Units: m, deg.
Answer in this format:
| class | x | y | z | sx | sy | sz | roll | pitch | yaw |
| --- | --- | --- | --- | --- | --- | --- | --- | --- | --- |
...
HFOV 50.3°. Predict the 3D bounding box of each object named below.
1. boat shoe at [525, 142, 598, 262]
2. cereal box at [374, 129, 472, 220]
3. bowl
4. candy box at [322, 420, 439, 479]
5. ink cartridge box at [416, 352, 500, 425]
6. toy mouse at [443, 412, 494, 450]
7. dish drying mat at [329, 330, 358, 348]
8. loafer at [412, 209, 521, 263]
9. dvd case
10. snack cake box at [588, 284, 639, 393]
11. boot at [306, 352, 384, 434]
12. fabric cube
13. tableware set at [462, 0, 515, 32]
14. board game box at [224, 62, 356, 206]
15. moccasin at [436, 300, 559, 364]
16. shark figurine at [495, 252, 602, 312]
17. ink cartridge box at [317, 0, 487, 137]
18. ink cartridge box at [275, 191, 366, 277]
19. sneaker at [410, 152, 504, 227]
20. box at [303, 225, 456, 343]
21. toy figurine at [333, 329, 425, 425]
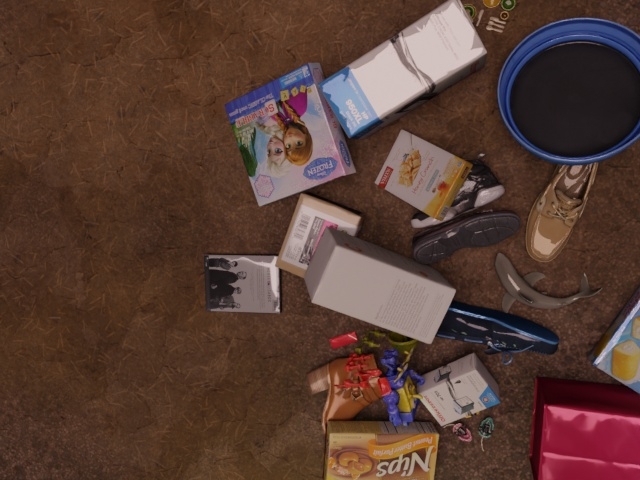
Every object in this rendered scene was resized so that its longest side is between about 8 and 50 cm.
| class | x | y | z | sx | sy | sz | roll | pitch | yaw |
| --- | --- | --- | --- | --- | --- | --- | --- | --- | --- |
| boat shoe | 0.639 | -0.101 | 1.813 | 0.122 | 0.110 | 0.340 | 19 | 100 | 9 |
| cereal box | 0.275 | -0.181 | 1.856 | 0.240 | 0.047 | 0.173 | 35 | 104 | 39 |
| bowl | 0.654 | -0.376 | 1.740 | 0.392 | 0.077 | 0.390 | -4 | 76 | 16 |
| candy box | 0.171 | 0.619 | 1.956 | 0.317 | 0.087 | 0.182 | 3 | 102 | -8 |
| ink cartridge box | 0.385 | 0.419 | 1.910 | 0.191 | 0.082 | 0.139 | -31 | 110 | 22 |
| toy mouse | 0.443 | 0.539 | 1.969 | 0.161 | 0.031 | 0.143 | -27 | 90 | 14 |
| dish drying mat | 0.069 | 0.298 | 2.034 | 0.083 | 0.008 | 0.032 | -19 | 93 | 13 |
| loafer | 0.395 | -0.030 | 1.885 | 0.303 | 0.095 | 0.109 | -20 | 127 | 11 |
| dvd case | -0.236 | 0.130 | 2.070 | 0.239 | 0.029 | 0.179 | 1 | 96 | 12 |
| snack cake box | 0.861 | 0.256 | 1.818 | 0.152 | 0.089 | 0.264 | 32 | 102 | 8 |
| boot | 0.104 | 0.479 | 2.010 | 0.220 | 0.109 | 0.283 | -19 | 85 | 10 |
| fabric cube | 0.702 | 0.527 | 1.798 | 0.258 | 0.254 | 0.258 | 4 | 98 | 11 |
| tableware set | 0.441 | -0.632 | 1.840 | 0.154 | 0.024 | 0.104 | 22 | 100 | 9 |
| board game box | -0.091 | -0.290 | 1.920 | 0.319 | 0.066 | 0.317 | -18 | 92 | 34 |
| moccasin | 0.481 | 0.261 | 1.895 | 0.342 | 0.138 | 0.116 | 16 | 104 | 24 |
| shark figurine | 0.600 | 0.150 | 1.852 | 0.278 | 0.116 | 0.166 | 15 | 101 | 12 |
| ink cartridge box | 0.222 | -0.433 | 1.775 | 0.395 | 0.285 | 0.166 | -30 | 91 | 14 |
| ink cartridge box | 0.000 | 0.000 | 1.975 | 0.193 | 0.088 | 0.234 | 21 | 100 | 10 |
| sneaker | 0.357 | -0.140 | 1.881 | 0.269 | 0.101 | 0.153 | -24 | 85 | 13 |
| box | 0.152 | 0.116 | 1.837 | 0.346 | 0.215 | 0.168 | 21 | 101 | -12 |
| toy figurine | 0.194 | 0.398 | 1.859 | 0.191 | 0.362 | 0.217 | -14 | 102 | 20 |
